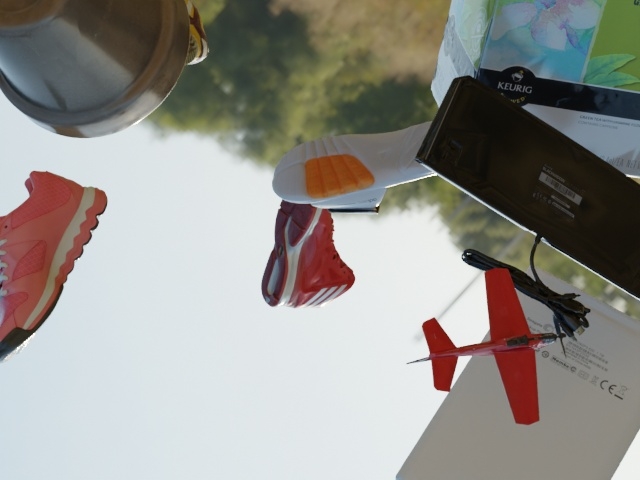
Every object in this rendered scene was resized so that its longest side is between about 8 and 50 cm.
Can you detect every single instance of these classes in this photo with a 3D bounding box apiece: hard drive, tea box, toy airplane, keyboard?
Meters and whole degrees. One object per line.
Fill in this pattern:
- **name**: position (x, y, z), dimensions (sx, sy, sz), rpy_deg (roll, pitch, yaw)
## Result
- **hard drive**: position (0.250, 0.197, 1.654), dimensions (0.203, 0.307, 0.040), rpy_deg (29, 158, 16)
- **tea box**: position (0.342, -0.269, 1.810), dimensions (0.329, 0.323, 0.220), rpy_deg (7, -154, -9)
- **toy airplane**: position (0.153, 0.096, 1.342), dimensions (0.151, 0.151, 0.028), rpy_deg (42, 166, 5)
- **keyboard**: position (0.237, -0.020, 1.571), dimensions (0.317, 0.201, 0.033), rpy_deg (31, 159, -15)

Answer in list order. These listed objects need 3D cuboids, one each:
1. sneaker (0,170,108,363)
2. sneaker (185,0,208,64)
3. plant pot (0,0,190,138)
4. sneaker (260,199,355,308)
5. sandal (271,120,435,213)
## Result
- **sneaker**: position (-0.427, 0.033, 2.098), dimensions (0.136, 0.313, 0.116), rpy_deg (30, 148, -11)
- **sneaker**: position (-0.221, -0.337, 2.102), dimensions (0.185, 0.070, 0.084), rpy_deg (66, -162, -5)
- **plant pot**: position (-0.318, -0.276, 1.779), dimensions (0.263, 0.263, 0.229), rpy_deg (44, -178, 19)
- **sneaker**: position (0.000, 0.000, 2.177), dimensions (0.128, 0.221, 0.087), rpy_deg (9, -158, -35)
- **sandal**: position (0.070, -0.074, 1.733), dimensions (0.076, 0.265, 0.102), rpy_deg (61, -151, -42)
